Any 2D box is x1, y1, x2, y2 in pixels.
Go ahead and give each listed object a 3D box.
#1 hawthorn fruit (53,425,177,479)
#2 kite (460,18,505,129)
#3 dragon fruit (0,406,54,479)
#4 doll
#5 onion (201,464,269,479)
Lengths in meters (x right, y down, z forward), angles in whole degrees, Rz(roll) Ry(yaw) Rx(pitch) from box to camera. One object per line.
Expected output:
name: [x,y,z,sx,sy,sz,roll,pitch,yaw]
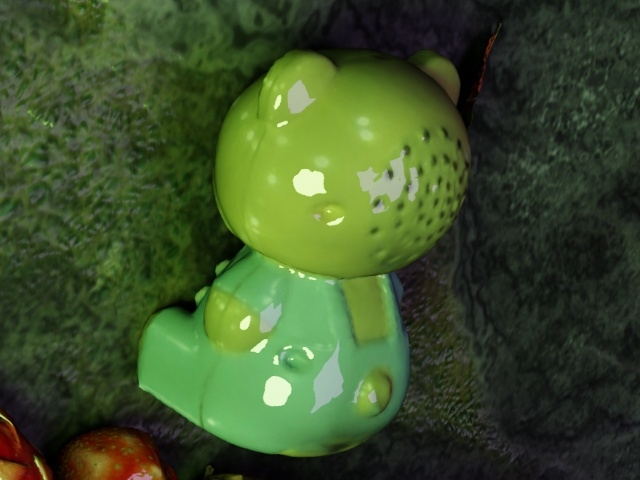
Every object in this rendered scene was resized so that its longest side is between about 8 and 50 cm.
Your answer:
hawthorn fruit: [-0.127,0.163,1.273,0.093,0.093,0.093,-25,127,-39]
kite: [0.091,-0.054,1.434,0.222,0.008,0.125,-70,-178,-47]
dragon fruit: [-0.222,0.117,1.162,0.094,0.094,0.190,-41,111,-28]
doll: [0.000,0.000,1.278,0.177,0.161,0.260,-3,113,-47]
onion: [0.010,0.347,1.358,0.354,0.354,0.353,-25,127,-39]
